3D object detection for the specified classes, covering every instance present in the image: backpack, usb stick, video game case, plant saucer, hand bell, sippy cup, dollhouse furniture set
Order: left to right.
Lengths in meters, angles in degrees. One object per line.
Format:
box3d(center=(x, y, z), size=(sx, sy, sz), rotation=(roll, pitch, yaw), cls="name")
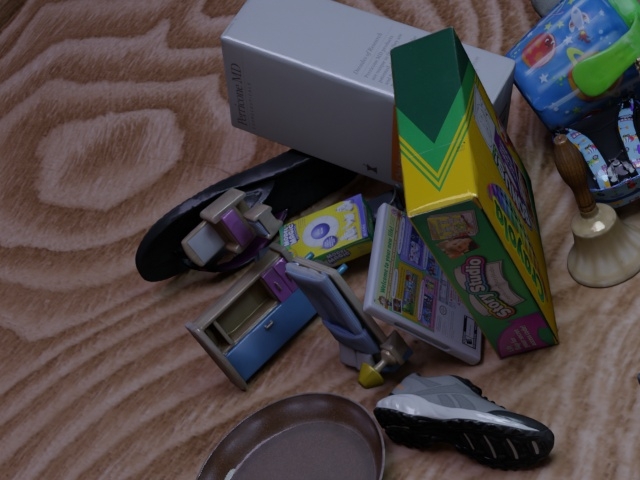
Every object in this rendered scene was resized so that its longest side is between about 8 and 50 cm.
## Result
box3d(center=(-0.062, 0.108, 1.884), size=(0.198, 0.286, 0.303), rotation=(-44, 28, -15), cls="dollhouse furniture set")
box3d(center=(-0.043, 0.354, 1.795), size=(0.310, 0.050, 0.311), rotation=(-19, 39, 16), cls="plant saucer")
box3d(center=(0.016, -0.008, 2.154), size=(0.278, 0.045, 0.077), rotation=(-24, 39, 11), cls="usb stick")
box3d(center=(0.159, 0.062, 1.877), size=(0.023, 0.193, 0.212), rotation=(-48, 22, 42), cls="video game case")
box3d(center=(0.427, -0.291, 2.048), size=(0.224, 0.305, 0.240), rotation=(-35, 64, 12), cls="sippy cup")
box3d(center=(0.375, -0.057, 1.797), size=(0.126, 0.242, 0.126), rotation=(-19, 40, 17), cls="hand bell")
box3d(center=(0.449, -0.117, 1.914), size=(0.158, 0.117, 0.173), rotation=(-24, 38, 10), cls="backpack")

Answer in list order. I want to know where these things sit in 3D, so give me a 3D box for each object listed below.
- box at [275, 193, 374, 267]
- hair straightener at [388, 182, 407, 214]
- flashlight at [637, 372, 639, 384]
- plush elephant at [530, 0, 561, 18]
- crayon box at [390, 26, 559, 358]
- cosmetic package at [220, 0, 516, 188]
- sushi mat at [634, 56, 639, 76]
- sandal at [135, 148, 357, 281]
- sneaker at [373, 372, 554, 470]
box3d(center=(0.000, 0.000, 2.090), size=(0.179, 0.043, 0.105), rotation=(-24, 43, 16), cls="box")
box3d(center=(0.123, 0.006, 2.031), size=(0.089, 0.047, 0.230), rotation=(-18, 55, 19), cls="hair straightener")
box3d(center=(0.530, 0.191, 1.519), size=(0.304, 0.103, 0.103), rotation=(19, 26, 41), cls="flashlight")
box3d(center=(0.446, -0.506, 2.258), size=(0.255, 0.330, 0.272), rotation=(-44, 19, 22), cls="plush elephant")
box3d(center=(0.220, -0.061, 1.776), size=(0.106, 0.363, 0.313), rotation=(-19, 49, 18), cls="crayon box")
box3d(center=(0.076, -0.240, 2.082), size=(0.453, 0.230, 0.161), rotation=(21, 58, 17), cls="cosmetic package")
box3d(center=(0.636, -0.278, 1.908), size=(0.316, 0.151, 0.019), rotation=(-27, 20, -4), cls="sushi mat")
box3d(center=(-0.124, -0.039, 2.206), size=(0.445, 0.167, 0.107), rotation=(-29, 59, 4), cls="sandal")
box3d(center=(0.200, 0.234, 1.720), size=(0.271, 0.100, 0.108), rotation=(9, 48, 41), cls="sneaker")
